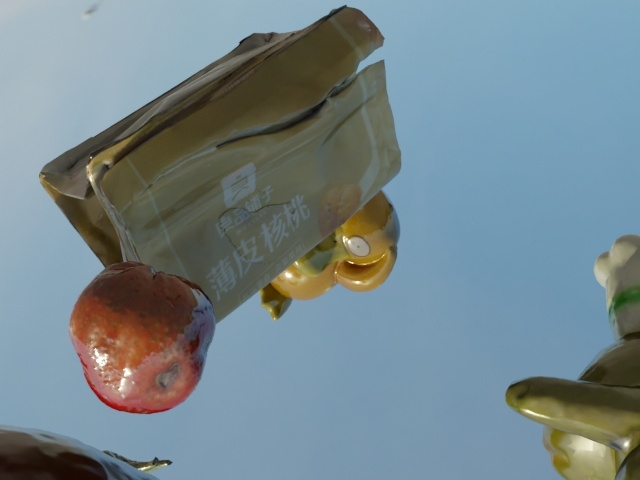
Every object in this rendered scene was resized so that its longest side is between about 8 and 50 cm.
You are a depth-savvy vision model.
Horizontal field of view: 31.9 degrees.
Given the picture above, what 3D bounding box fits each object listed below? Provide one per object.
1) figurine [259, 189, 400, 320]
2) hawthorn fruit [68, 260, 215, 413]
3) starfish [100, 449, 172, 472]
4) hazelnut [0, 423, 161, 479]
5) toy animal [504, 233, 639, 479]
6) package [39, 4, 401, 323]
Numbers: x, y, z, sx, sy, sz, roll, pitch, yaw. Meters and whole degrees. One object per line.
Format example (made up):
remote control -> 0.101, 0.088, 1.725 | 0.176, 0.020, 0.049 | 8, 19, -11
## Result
figurine -> -0.001, 0.001, 1.690 | 0.215, 0.215, 0.228 | -36, -176, -32
hawthorn fruit -> -0.105, 0.059, 0.651 | 0.093, 0.093, 0.093 | -17, -156, 8
starfish -> -0.333, 0.346, 1.706 | 0.223, 0.050, 0.217 | -16, 173, 19
hazelnut -> -0.243, 0.327, 0.919 | 0.353, 0.421, 0.421 | -48, -155, 4
toy animal -> 0.222, 0.148, 0.765 | 0.180, 0.181, 0.363 | -14, -156, -2
package -> -0.070, -0.082, 1.044 | 0.311, 0.221, 0.165 | -37, 179, -27
